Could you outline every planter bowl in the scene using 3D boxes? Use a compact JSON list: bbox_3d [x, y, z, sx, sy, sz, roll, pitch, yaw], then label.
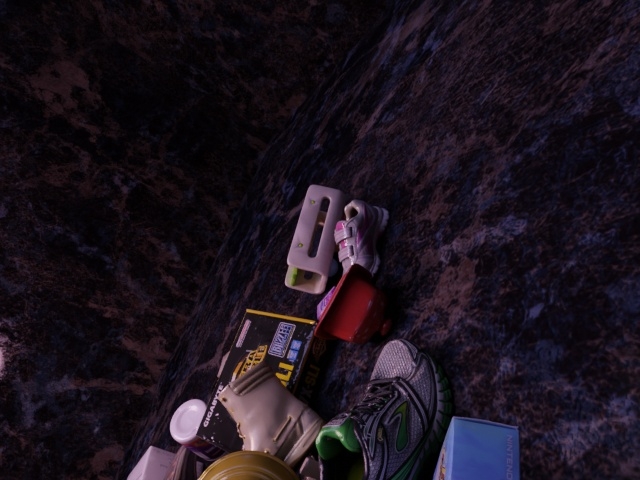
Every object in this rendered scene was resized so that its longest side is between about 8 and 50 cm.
[{"bbox_3d":[-0.127,0.472,0.790,0.090,0.217,0.217,87,-152,-77],"label":"planter bowl"}]

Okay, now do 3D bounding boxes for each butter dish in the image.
[{"bbox_3d":[0.084,0.143,0.927,0.160,0.118,0.160,-60,-23,-3],"label":"butter dish"}]

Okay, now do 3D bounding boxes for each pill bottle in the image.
[{"bbox_3d":[-0.289,0.497,1.228,0.108,0.193,0.108,-14,45,15],"label":"pill bottle"}]

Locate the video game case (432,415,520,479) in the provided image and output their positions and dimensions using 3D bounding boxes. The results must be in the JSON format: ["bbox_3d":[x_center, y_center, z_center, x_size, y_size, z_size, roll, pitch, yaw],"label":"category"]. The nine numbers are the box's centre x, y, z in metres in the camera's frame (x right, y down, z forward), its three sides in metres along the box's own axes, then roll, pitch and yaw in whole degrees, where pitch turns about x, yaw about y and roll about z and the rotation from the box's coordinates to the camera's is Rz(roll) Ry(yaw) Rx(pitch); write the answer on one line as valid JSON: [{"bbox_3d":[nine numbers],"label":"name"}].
[{"bbox_3d":[0.123,0.329,0.426,0.244,0.061,0.269,80,-159,-54],"label":"video game case"}]

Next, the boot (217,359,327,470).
[{"bbox_3d":[-0.141,0.386,0.923,0.262,0.203,0.095,-45,-21,-10],"label":"boot"}]

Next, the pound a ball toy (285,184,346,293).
[{"bbox_3d":[0.000,0.000,1.353,0.208,0.135,0.319,101,-177,-56],"label":"pound a ball toy"}]

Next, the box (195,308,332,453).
[{"bbox_3d":[-0.130,0.333,1.105,0.257,0.079,0.322,2,64,42],"label":"box"}]

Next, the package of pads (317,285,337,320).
[{"bbox_3d":[0.024,0.157,1.169,0.083,0.032,0.050,-51,24,27],"label":"package of pads"}]

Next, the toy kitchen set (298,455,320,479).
[{"bbox_3d":[-0.013,0.402,0.864,0.083,0.068,0.075,-61,19,-2],"label":"toy kitchen set"}]

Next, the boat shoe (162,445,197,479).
[{"bbox_3d":[-0.344,0.702,1.202,0.132,0.130,0.355,-51,27,36],"label":"boat shoe"}]

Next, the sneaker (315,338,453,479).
[{"bbox_3d":[0.083,0.260,0.654,0.134,0.146,0.343,-34,18,37],"label":"sneaker"}]

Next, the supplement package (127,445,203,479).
[{"bbox_3d":[-0.457,0.766,1.317,0.175,0.177,0.293,-52,21,23],"label":"supplement package"}]

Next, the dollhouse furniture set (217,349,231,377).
[{"bbox_3d":[-0.197,0.386,1.260,0.129,0.129,0.184,-45,24,40],"label":"dollhouse furniture set"}]

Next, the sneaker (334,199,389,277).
[{"bbox_3d":[0.076,0.010,1.119,0.103,0.111,0.252,-37,31,50],"label":"sneaker"}]
